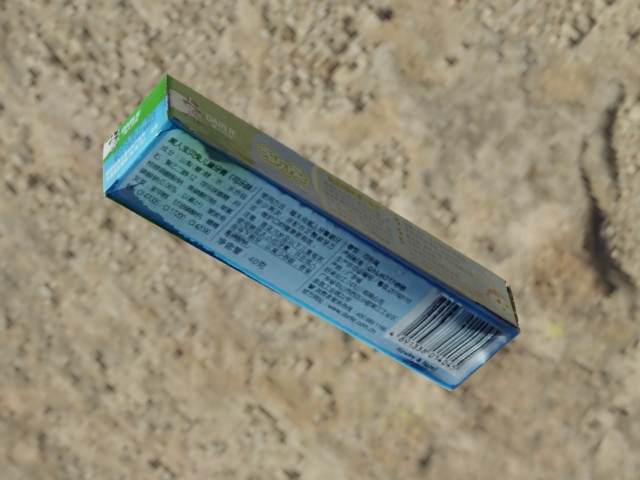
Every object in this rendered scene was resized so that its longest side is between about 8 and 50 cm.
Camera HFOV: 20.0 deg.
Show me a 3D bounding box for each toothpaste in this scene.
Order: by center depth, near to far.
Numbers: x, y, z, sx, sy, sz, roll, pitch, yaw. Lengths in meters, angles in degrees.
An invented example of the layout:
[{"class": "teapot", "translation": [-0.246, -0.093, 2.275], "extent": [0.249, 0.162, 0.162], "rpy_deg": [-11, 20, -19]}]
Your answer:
[{"class": "toothpaste", "translation": [0.000, 0.000, 1.053], "extent": [0.266, 0.050, 0.065], "rpy_deg": [30, 122, -28]}]
